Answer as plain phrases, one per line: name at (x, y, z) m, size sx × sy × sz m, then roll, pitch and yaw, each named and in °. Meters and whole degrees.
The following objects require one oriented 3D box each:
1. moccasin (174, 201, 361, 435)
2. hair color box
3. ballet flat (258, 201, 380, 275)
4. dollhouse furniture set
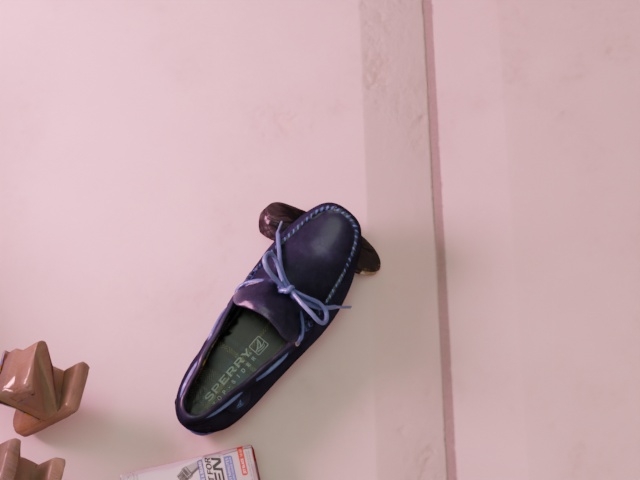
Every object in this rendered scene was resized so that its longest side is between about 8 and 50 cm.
moccasin at (-0.055, 0.103, 1.744) m, size 0.137 × 0.117 × 0.342 m, roll 31°, pitch 84°, yaw 7°
hair color box at (-0.156, 0.318, 1.733) m, size 0.167 × 0.053 × 0.093 m, roll -14°, pitch 74°, yaw -2°
ballet flat at (0.000, 0.000, 1.839) m, size 0.173 × 0.049 × 0.057 m, roll 26°, pitch 53°, yaw 3°
dollhouse furniture set at (-0.520, 0.264, 1.607) m, size 0.362 × 0.256 × 0.394 m, roll 31°, pitch 50°, yaw -31°
